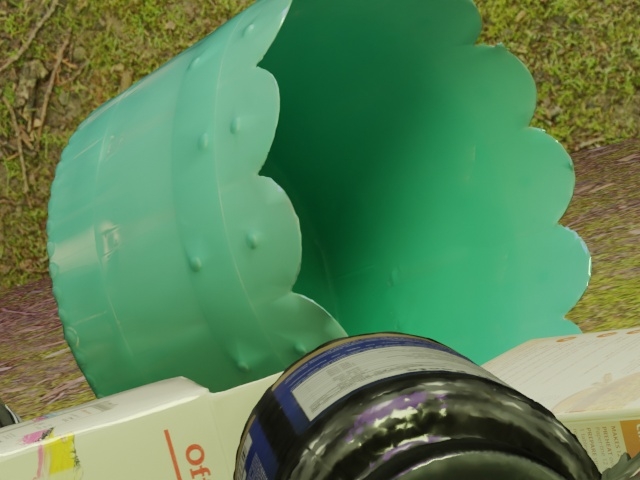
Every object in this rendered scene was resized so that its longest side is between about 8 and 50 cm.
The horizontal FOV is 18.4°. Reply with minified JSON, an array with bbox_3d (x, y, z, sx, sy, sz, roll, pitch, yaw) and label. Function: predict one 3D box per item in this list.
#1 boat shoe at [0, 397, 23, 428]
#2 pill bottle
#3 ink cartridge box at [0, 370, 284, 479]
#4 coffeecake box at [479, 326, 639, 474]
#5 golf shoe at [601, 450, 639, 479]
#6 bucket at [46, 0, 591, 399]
[{"bbox_3d":[-0.171,0.123,0.981,0.080,0.076,0.228,-32,26,1],"label":"boat shoe"},{"bbox_3d":[0.035,0.103,0.702,0.123,0.122,0.219,-15,5,-5],"label":"pill bottle"},{"bbox_3d":[-0.092,0.129,0.828,0.198,0.115,0.067,-15,6,-14],"label":"ink cartridge box"},{"bbox_3d":[0.140,0.085,0.878,0.185,0.068,0.142,-10,8,41],"label":"coffeecake box"},{"bbox_3d":[0.090,0.108,0.518,0.273,0.105,0.120,-15,17,6],"label":"golf shoe"},{"bbox_3d":[0.000,0.000,1.077,0.183,0.281,0.281,-20,2,37],"label":"bucket"}]
